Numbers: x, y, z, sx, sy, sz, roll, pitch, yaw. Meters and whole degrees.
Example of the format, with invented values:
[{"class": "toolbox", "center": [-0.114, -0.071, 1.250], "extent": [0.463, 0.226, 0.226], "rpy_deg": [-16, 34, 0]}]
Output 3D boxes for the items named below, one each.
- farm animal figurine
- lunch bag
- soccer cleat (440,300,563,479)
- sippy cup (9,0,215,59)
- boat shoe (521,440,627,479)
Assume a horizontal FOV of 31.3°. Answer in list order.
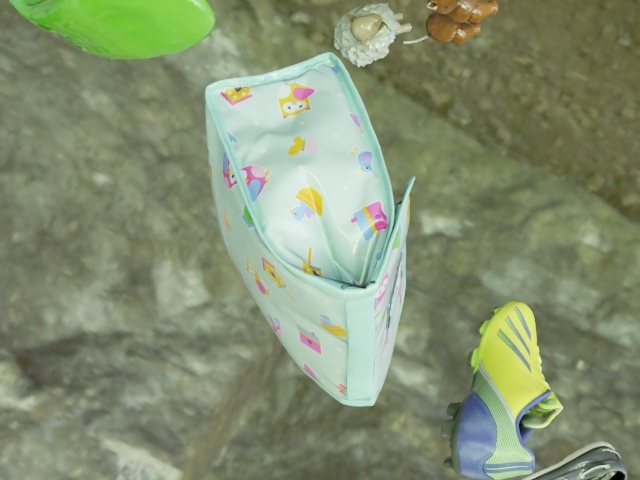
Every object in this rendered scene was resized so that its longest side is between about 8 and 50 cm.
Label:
[{"class": "farm animal figurine", "center": [0.073, -0.400, 1.480], "extent": [0.172, 0.330, 0.326], "rpy_deg": [-19, -170, -31]}, {"class": "lunch bag", "center": [0.000, 0.000, 1.045], "extent": [0.223, 0.160, 0.262], "rpy_deg": [89, 159, -56]}, {"class": "soccer cleat", "center": [0.224, 0.173, 1.320], "extent": [0.121, 0.093, 0.289], "rpy_deg": [3, -148, 20]}, {"class": "sippy cup", "center": [-0.043, -0.248, 0.521], "extent": [0.240, 0.306, 0.224], "rpy_deg": [-20, -169, -40]}, {"class": "boat shoe", "center": [0.310, 0.341, 1.497], "extent": [0.075, 0.206, 0.065], "rpy_deg": [55, -179, -23]}]
